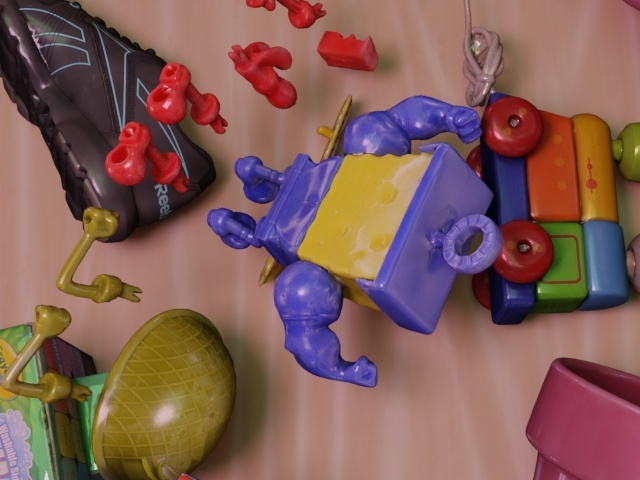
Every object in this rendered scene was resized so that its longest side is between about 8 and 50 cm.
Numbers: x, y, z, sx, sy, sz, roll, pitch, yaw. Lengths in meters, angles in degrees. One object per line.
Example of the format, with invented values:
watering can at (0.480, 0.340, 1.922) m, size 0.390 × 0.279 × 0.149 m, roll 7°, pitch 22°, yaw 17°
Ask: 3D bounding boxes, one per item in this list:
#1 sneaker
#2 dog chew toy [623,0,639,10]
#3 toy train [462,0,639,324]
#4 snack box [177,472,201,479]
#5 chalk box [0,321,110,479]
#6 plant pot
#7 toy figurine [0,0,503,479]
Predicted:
sneaker at (-0.177, -0.119, 0.992) m, size 0.106 × 0.101 × 0.267 m, roll -23°, pitch 69°, yaw -21°
dog chew toy at (0.278, -0.223, 0.888) m, size 0.206 × 0.206 × 0.332 m, roll -36°, pitch 64°, yaw -2°
toy train at (0.177, -0.068, 0.908) m, size 0.143 × 0.105 × 0.248 m, roll -1°, pitch 73°, yaw -2°
snack box at (-0.096, 0.257, 0.812) m, size 0.070 × 0.174 × 0.207 m, roll 29°, pitch 80°, yaw 17°
chalk box at (-0.219, 0.141, 0.888) m, size 0.213 × 0.132 × 0.132 m, roll -15°, pitch 73°, yaw 5°
plant pot at (0.203, 0.189, 0.785) m, size 0.201 × 0.201 × 0.180 m, roll 21°, pitch 94°, yaw 14°
toy figurine at (0.000, 0.000, 0.812) m, size 0.217 × 0.191 × 0.362 m, roll 12°, pitch 65°, yaw 35°
